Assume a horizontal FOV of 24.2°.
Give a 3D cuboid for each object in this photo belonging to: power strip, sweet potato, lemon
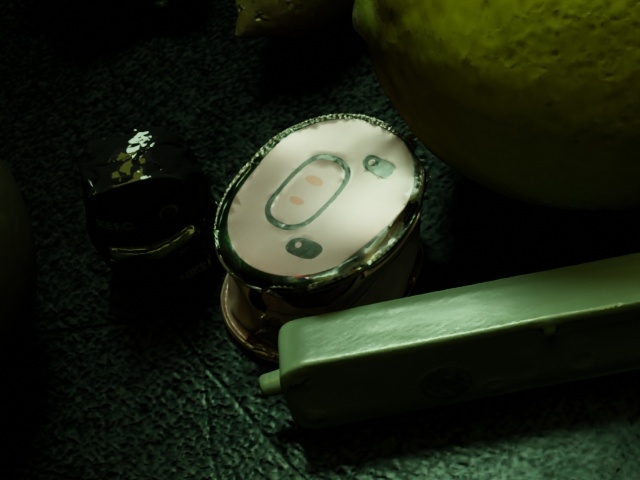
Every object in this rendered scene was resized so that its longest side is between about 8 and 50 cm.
[{"bbox_3d":[0.137,0.079,1.200,0.385,0.091,0.062,-11,48,6],"label":"power strip"},{"bbox_3d":[0.042,-0.338,1.552,0.130,0.131,0.423,16,50,25],"label":"sweet potato"},{"bbox_3d":[0.197,-0.186,1.224,0.364,0.364,0.364,-7,50,9],"label":"lemon"}]

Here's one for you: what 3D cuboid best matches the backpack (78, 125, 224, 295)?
[{"bbox_3d":[-0.152,-0.024,1.313,0.120,0.165,0.106,-17,59,5],"label":"backpack"}]

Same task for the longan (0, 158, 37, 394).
[{"bbox_3d":[-0.377,0.049,1.244,0.288,0.288,0.350,9,63,21],"label":"longan"}]

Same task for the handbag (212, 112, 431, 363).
[{"bbox_3d":[-0.001,-0.001,1.283,0.179,0.116,0.205,29,64,31],"label":"handbag"}]

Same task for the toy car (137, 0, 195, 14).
[{"bbox_3d":[-0.189,-0.410,1.604,0.340,0.271,0.240,-31,30,-15],"label":"toy car"}]
